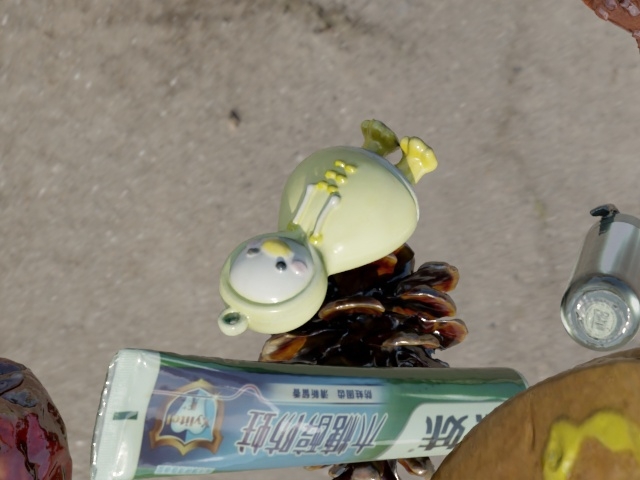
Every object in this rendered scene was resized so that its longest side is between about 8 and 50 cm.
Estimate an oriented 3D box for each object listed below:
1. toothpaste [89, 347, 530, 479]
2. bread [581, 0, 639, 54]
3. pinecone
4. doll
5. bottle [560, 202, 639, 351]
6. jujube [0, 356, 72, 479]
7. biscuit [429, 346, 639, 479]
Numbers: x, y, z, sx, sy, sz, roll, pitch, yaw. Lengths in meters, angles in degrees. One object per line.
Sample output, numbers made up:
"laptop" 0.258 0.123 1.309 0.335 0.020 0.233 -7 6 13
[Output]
"toothpaste" 0.023 0.122 1.100 0.392 0.061 0.099 2 110 -33
"bread" 0.278 -0.251 1.157 0.212 0.142 0.224 -11 68 -20
"pinecone" 0.052 0.135 1.663 0.244 0.244 0.309 1 56 -19
"doll" 0.000 -0.008 1.538 0.141 0.117 0.296 28 50 23
"bottle" 0.286 0.029 1.535 0.079 0.253 0.096 -23 98 22
"jujube" -0.439 0.239 1.500 0.377 0.276 0.276 -17 88 -25
"biscuit" 0.150 0.202 0.743 0.052 0.262 0.277 -14 72 -35
